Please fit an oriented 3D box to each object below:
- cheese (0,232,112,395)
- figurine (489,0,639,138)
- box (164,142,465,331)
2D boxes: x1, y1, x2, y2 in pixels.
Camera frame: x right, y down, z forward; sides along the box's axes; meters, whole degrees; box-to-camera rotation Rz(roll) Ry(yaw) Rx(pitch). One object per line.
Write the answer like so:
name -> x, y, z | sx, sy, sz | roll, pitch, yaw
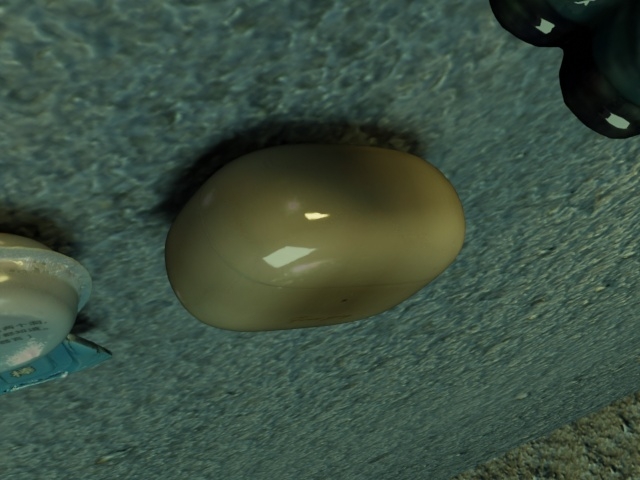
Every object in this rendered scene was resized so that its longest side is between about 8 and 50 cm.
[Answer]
cheese -> -0.205, 0.053, 0.579 | 0.135, 0.052, 0.244 | -15, 157, -10
figurine -> 0.185, -0.156, 0.301 | 0.332, 0.185, 0.204 | -42, 173, 39
box -> 0.000, 0.000, 0.593 | 0.200, 0.088, 0.146 | -1, 151, -42
